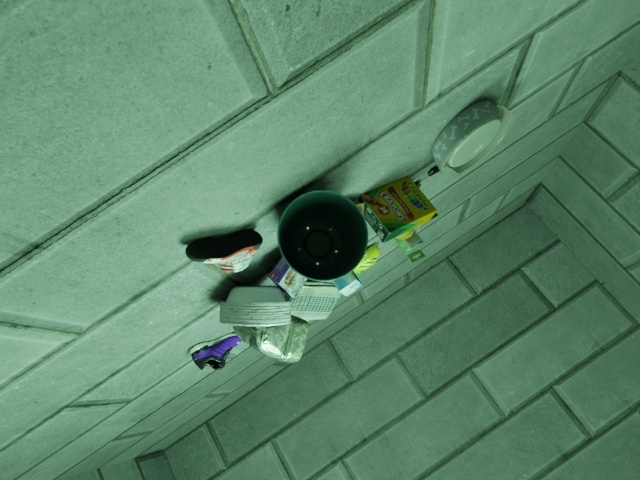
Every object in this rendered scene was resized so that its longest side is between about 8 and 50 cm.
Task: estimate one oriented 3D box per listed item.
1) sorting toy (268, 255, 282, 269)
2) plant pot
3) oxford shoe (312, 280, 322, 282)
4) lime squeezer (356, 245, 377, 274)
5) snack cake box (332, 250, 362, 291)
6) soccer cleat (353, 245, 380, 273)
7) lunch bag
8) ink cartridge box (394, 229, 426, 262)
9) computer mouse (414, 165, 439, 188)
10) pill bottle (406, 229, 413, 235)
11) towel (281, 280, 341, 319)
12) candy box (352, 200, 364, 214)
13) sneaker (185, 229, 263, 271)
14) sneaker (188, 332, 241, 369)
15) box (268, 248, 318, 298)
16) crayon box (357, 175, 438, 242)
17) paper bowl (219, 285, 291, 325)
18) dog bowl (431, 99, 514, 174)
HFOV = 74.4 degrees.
[{"bbox_3d":[-0.163,0.099,1.734,0.101,0.042,0.061,-16,152,-40],"label":"sorting toy"},{"bbox_3d":[0.000,0.000,1.449,0.292,0.293,0.235,-31,175,-8],"label":"plant pot"},{"bbox_3d":[-0.031,0.333,2.313,0.146,0.141,0.397,-16,150,-5],"label":"oxford shoe"},{"bbox_3d":[0.230,0.155,2.422,0.310,0.059,0.110,-39,159,12],"label":"lime squeezer"},{"bbox_3d":[0.059,0.090,1.732,0.089,0.265,0.152,-33,160,3],"label":"snack cake box"},{"bbox_3d":[0.199,0.115,2.243,0.289,0.093,0.121,-32,152,-7],"label":"soccer cleat"},{"bbox_3d":[-0.238,0.423,1.937,0.255,0.213,0.305,17,173,-35],"label":"lunch bag"},{"bbox_3d":[0.479,0.008,2.256,0.108,0.209,0.062,-21,156,-31],"label":"ink cartridge box"},{"bbox_3d":[0.462,-0.258,1.897,0.242,0.041,0.071,-40,158,12],"label":"computer mouse"},{"bbox_3d":[0.398,-0.066,2.107,0.117,0.118,0.208,-41,159,16],"label":"pill bottle"},{"bbox_3d":[-0.066,0.312,2.119,0.323,0.056,0.312,5,139,-19],"label":"towel"},{"bbox_3d":[0.115,-0.056,1.656,0.109,0.053,0.187,-12,112,-46],"label":"candy box"},{"bbox_3d":[-0.316,0.056,1.347,0.269,0.090,0.145,-16,150,-45],"label":"sneaker"},{"bbox_3d":[-0.501,0.566,2.094,0.293,0.146,0.102,-9,147,-48],"label":"sneaker"},{"bbox_3d":[-0.103,0.118,1.743,0.201,0.057,0.293,-56,162,-12],"label":"box"},{"bbox_3d":[0.330,-0.141,1.731,0.318,0.202,0.081,-24,157,-27],"label":"crayon box"},{"bbox_3d":[-0.258,0.256,1.684,0.283,0.148,0.284,0,176,0],"label":"paper bowl"},{"bbox_3d":[0.597,-0.409,1.687,0.348,0.102,0.349,-29,159,-12],"label":"dog bowl"}]
